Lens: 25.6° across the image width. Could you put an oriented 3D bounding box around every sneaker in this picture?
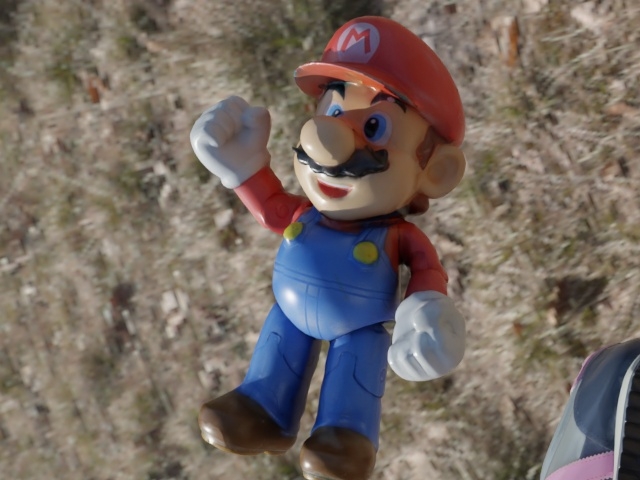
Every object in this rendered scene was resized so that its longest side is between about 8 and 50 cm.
[{"bbox_3d":[0.194,0.222,0.999,0.319,0.112,0.131,-67,16,-8],"label":"sneaker"}]

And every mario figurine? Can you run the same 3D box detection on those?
[{"bbox_3d":[0.000,0.000,0.970,0.170,0.198,0.321,-163,86,-79],"label":"mario figurine"}]
